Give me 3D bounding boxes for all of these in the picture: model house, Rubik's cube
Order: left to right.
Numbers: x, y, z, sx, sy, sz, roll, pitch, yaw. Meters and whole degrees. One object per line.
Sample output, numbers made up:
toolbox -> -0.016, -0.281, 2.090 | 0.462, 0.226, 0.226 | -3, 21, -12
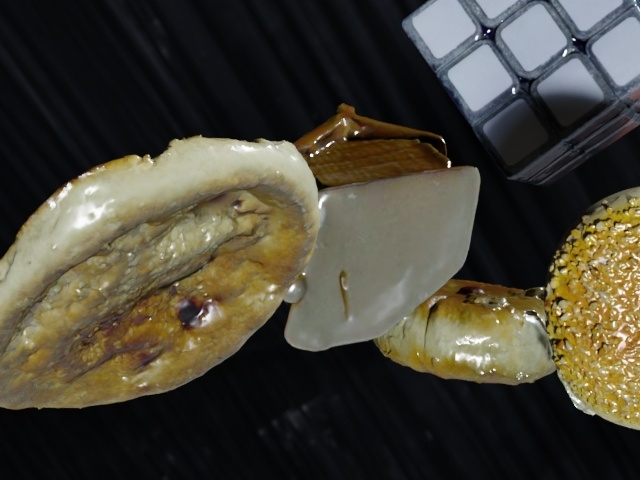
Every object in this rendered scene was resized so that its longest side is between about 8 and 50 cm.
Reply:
model house -> 0.032, -0.020, 1.593 | 0.219, 0.200, 0.229 | 2, 21, -15
Rubik's cube -> 0.350, -0.286, 2.273 | 0.303, 0.301, 0.305 | -35, -11, 14

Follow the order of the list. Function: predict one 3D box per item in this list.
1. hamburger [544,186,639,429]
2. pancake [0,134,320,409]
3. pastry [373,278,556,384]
hamburger -> 0.397, 0.075, 1.724 | 0.302, 0.302, 0.170 | -29, 16, 8
pancake -> -0.147, 0.036, 1.270 | 0.356, 0.356, 0.065 | -33, 63, -1
pastry -> 0.192, 0.108, 1.929 | 0.257, 0.121, 0.235 | 1, 10, -35
